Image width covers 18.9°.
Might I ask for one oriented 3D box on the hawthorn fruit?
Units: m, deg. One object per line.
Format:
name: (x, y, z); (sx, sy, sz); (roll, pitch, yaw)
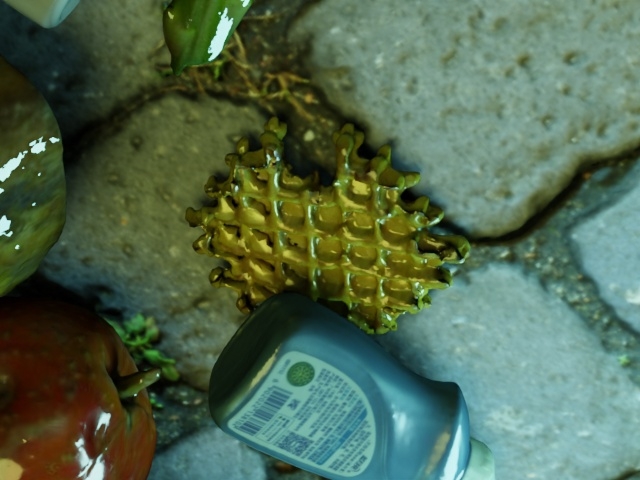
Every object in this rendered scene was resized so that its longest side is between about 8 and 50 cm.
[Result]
hawthorn fruit: (-0.280, 0.175, 1.800); (0.300, 0.275, 0.275); (-20, 113, 13)

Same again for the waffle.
waffle: (0.000, 0.000, 1.721); (0.229, 0.051, 0.231); (40, 125, -11)

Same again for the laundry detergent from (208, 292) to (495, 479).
laundry detergent: (0.045, 0.163, 1.756); (0.290, 0.094, 0.143); (29, 111, -24)

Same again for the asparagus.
asparagus: (-0.062, -0.283, 1.546); (0.082, 0.085, 0.343); (23, 126, 8)

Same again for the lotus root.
lotus root: (-0.389, -0.109, 1.686); (0.375, 0.111, 0.390); (-11, 116, 48)

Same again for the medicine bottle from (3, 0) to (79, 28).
medicine bottle: (-0.266, -0.263, 1.613); (0.168, 0.105, 0.105); (34, 125, -4)
